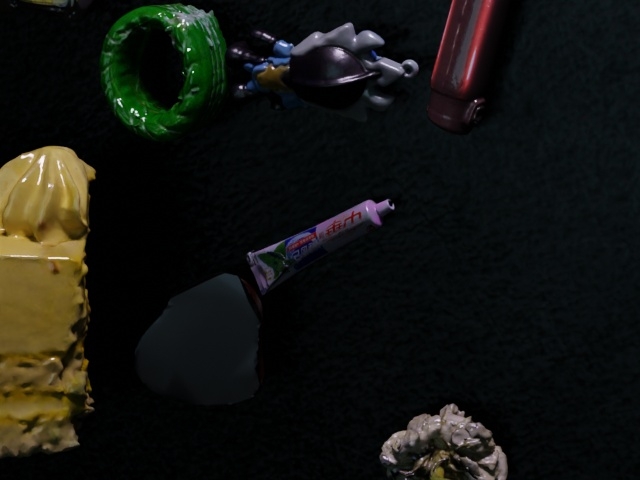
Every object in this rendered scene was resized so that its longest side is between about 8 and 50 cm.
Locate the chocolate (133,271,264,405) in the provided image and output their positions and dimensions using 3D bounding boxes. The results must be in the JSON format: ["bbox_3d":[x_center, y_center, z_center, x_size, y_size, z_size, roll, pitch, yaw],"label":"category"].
[{"bbox_3d":[-0.099,0.096,1.628,0.125,0.080,0.149,37,105,-1],"label":"chocolate"}]

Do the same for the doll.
[{"bbox_3d":[0.001,-0.156,1.539,0.195,0.070,0.096,2,117,28],"label":"doll"}]

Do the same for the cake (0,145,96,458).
[{"bbox_3d":[-0.329,0.046,1.594,0.227,0.222,0.286,-2,104,-10],"label":"cake"}]

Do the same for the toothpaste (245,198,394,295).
[{"bbox_3d":[0.000,0.000,1.594,0.170,0.028,0.045,-27,84,28],"label":"toothpaste"}]

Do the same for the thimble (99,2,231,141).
[{"bbox_3d":[-0.147,-0.165,1.584,0.118,0.090,0.130,30,110,15],"label":"thimble"}]

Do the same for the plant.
[{"bbox_3d":[0.113,0.219,1.549,0.116,0.122,0.104,-24,103,17],"label":"plant"}]

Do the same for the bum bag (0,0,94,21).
[{"bbox_3d":[-0.310,-0.271,1.639,0.232,0.060,0.107,3,85,21],"label":"bum bag"}]

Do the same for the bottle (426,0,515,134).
[{"bbox_3d":[0.138,-0.177,1.486,0.060,0.060,0.164,20,108,17],"label":"bottle"}]
